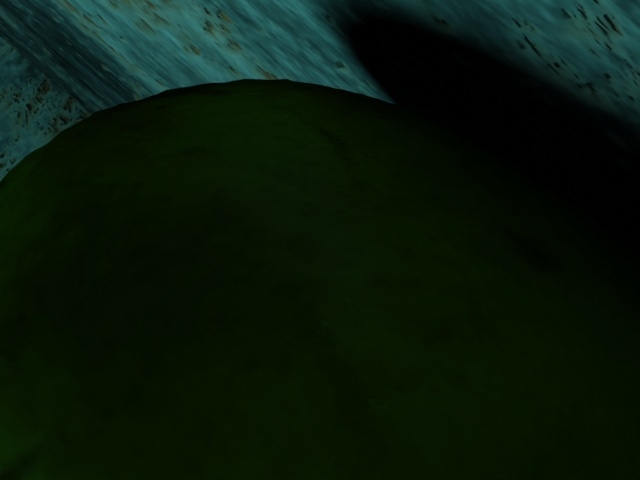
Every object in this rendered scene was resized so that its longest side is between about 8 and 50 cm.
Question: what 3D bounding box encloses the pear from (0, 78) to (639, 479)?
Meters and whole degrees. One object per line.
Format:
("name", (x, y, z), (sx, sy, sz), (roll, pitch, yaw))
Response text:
("pear", (-0.005, 0.125, 0.711), (0.413, 0.352, 0.352), (49, -179, 30))
